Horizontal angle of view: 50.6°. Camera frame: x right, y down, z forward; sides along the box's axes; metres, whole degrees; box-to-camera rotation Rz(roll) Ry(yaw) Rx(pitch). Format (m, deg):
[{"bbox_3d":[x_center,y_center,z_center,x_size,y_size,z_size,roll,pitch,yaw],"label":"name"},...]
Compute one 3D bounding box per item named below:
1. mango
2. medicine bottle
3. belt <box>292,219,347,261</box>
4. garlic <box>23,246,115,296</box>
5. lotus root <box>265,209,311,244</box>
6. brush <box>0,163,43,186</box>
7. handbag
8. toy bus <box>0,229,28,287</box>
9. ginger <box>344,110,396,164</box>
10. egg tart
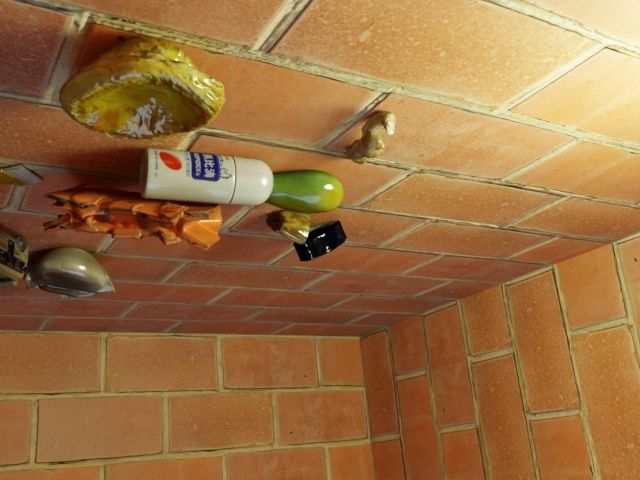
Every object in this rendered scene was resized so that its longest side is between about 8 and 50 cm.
[{"bbox_3d":[-0.058,-0.135,1.920,0.251,0.114,0.156,-3,169,-9],"label":"mango"},{"bbox_3d":[-0.287,-0.160,1.754,0.341,0.130,0.130,4,159,-24],"label":"medicine bottle"},{"bbox_3d":[0.000,0.000,2.281,0.198,0.078,0.151,-33,-164,-34],"label":"belt"},{"bbox_3d":[-0.894,0.114,2.400,0.325,0.132,0.279,2,161,-15],"label":"garlic"},{"bbox_3d":[-0.094,-0.057,2.204,0.135,0.095,0.159,17,-167,-28],"label":"lotus root"},{"bbox_3d":[-0.881,-0.155,1.791,0.272,0.013,0.103,-9,161,12],"label":"brush"},{"bbox_3d":[-0.471,-0.066,1.762,0.410,0.116,0.303,7,-173,-2],"label":"handbag"},{"bbox_3d":[-1.031,0.041,2.100,0.139,0.157,0.289,-6,161,2],"label":"toy bus"},{"bbox_3d":[0.131,-0.250,1.700,0.089,0.075,0.288,23,160,-11],"label":"ginger"},{"bbox_3d":[-0.345,-0.301,1.328,0.319,0.128,0.319,-5,164,-1],"label":"egg tart"}]
